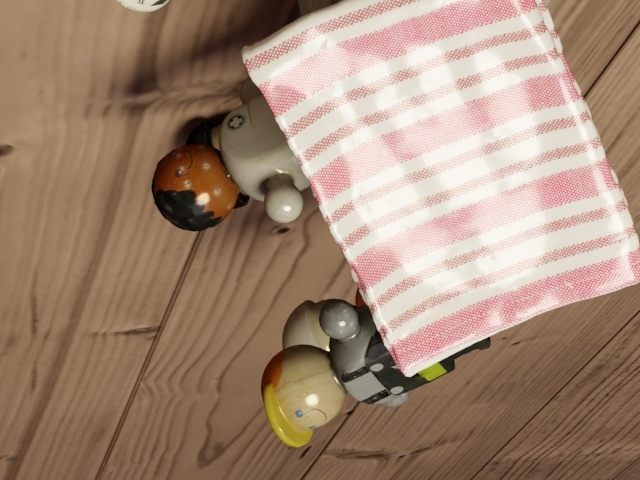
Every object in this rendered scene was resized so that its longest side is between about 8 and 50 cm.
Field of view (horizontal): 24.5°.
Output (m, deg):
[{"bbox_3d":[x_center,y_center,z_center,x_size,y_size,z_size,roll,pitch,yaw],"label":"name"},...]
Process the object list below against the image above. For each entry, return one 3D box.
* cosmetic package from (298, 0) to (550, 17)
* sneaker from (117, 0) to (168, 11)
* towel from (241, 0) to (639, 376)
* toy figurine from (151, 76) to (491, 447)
[{"bbox_3d":[0.065,-0.190,0.694,0.127,0.107,0.238,-6,156,-13],"label":"cosmetic package"},{"bbox_3d":[-0.100,-0.147,0.768,0.037,0.032,0.083,-29,151,27],"label":"sneaker"},{"bbox_3d":[0.066,-0.037,0.726,0.144,0.029,0.197,-23,114,8],"label":"towel"},{"bbox_3d":[0.000,0.000,0.880,0.148,0.213,0.209,-25,-173,12],"label":"toy figurine"}]
